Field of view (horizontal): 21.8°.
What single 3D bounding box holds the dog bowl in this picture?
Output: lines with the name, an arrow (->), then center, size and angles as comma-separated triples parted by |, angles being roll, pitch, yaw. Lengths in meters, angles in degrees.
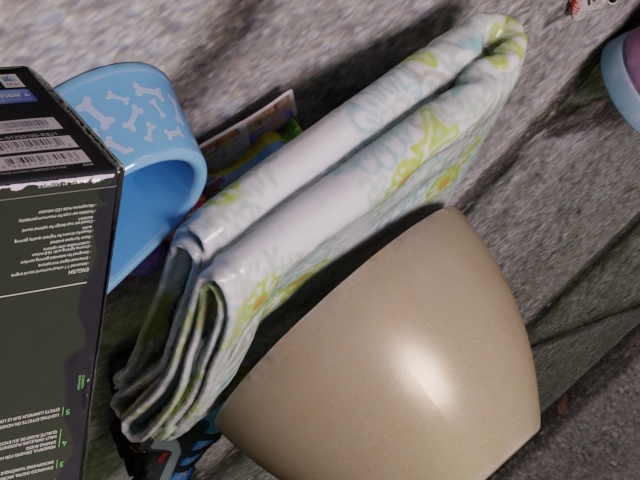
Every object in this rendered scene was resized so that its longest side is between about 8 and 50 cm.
dog bowl -> -0.200, 0.005, 1.167 | 0.297, 0.074, 0.166 | -42, 160, 12

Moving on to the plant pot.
plant pot -> 0.077, 0.135, 1.433 | 0.284, 0.191, 0.284 | -41, 171, -8

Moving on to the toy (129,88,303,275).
toy -> -0.107, -0.018, 1.331 | 0.237, 0.056, 0.137 | -34, 161, -9

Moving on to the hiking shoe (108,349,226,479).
hiking shoe -> -0.135, 0.189, 1.677 | 0.132, 0.113, 0.304 | -21, 158, -17

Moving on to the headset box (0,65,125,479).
headset box -> -0.255, 0.067, 0.896 | 0.246, 0.131, 0.283 | -9, 125, -31

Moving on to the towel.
towel -> 0.000, 0.000, 1.376 | 0.374, 0.090, 0.320 | -38, 168, -31

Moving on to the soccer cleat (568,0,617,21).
soccer cleat -> 0.255, -0.224, 1.530 | 0.029, 0.035, 0.083 | -26, 159, -32

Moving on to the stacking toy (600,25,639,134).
stacking toy -> 0.432, -0.126, 1.745 | 0.309, 0.279, 0.130 | -19, 166, -47
